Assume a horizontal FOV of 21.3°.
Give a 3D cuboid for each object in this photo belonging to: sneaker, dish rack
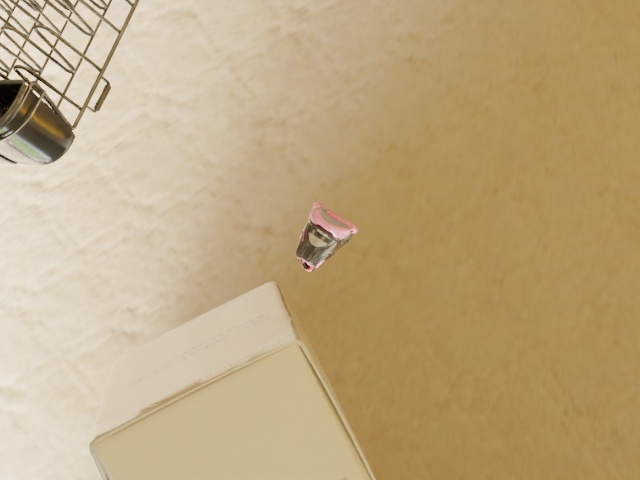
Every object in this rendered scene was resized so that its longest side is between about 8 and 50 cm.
[{"bbox_3d":[0.000,0.000,1.515,0.047,0.119,0.057,30,95,6],"label":"sneaker"},{"bbox_3d":[-0.208,-0.173,1.219,0.208,0.074,0.271,6,64,42],"label":"dish rack"}]

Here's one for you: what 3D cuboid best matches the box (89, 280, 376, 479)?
[{"bbox_3d":[-0.057,0.125,1.123,0.148,0.311,0.121,-27,96,-3],"label":"box"}]
